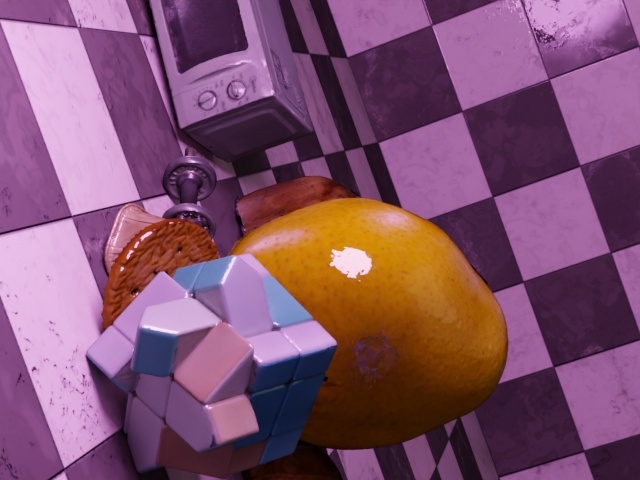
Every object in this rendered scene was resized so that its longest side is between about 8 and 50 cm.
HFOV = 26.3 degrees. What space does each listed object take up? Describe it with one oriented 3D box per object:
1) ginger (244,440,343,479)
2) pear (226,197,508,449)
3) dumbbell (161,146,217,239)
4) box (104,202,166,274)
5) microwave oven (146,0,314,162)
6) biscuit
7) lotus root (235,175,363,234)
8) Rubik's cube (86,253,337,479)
[{"bbox_3d":[0.000,0.451,1.809,0.274,0.152,0.357,-76,143,-67],"label":"ginger"},{"bbox_3d":[0.057,0.130,1.744,0.191,0.386,0.340,-113,-146,-73],"label":"pear"},{"bbox_3d":[-0.186,-0.052,1.935,0.254,0.081,0.081,-95,160,-51],"label":"dumbbell"},{"bbox_3d":[-0.203,0.027,1.737,0.177,0.111,0.111,46,27,-51],"label":"box"},{"bbox_3d":[-0.155,-0.302,2.197,0.237,0.181,0.295,38,35,-69],"label":"microwave oven"},{"bbox_3d":[-0.189,0.064,1.649,0.188,0.027,0.188,-21,119,-46],"label":"biscuit"},{"bbox_3d":[0.000,0.000,2.306,0.272,0.192,0.272,57,16,-25],"label":"lotus root"},{"bbox_3d":[-0.123,0.144,1.543,0.213,0.265,0.224,-11,42,-41],"label":"Rubik's cube"}]
